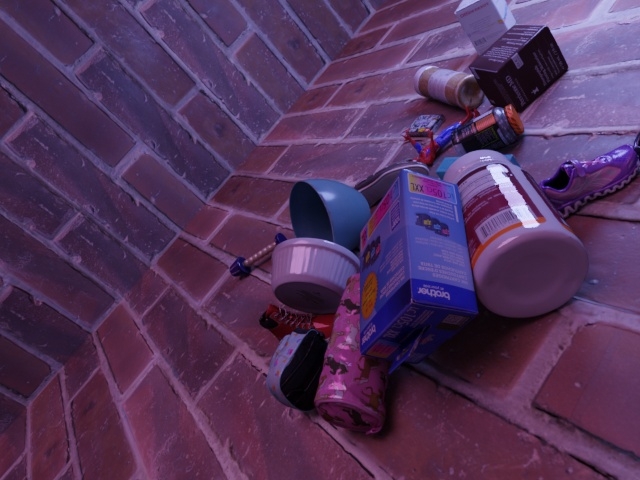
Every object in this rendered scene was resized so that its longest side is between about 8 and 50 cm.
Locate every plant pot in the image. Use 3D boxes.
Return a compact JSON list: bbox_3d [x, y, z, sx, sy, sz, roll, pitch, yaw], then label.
[{"bbox_3d":[0.048,-0.076,1.701,0.195,0.290,0.290,-18,17,-26],"label":"plant pot"}]

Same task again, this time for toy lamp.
[{"bbox_3d":[-0.254,0.063,2.088,0.274,0.080,0.080,-33,30,21],"label":"toy lamp"}]

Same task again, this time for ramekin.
[{"bbox_3d":[-0.020,0.115,1.510,0.273,0.273,0.127,-19,47,40],"label":"ramekin"}]

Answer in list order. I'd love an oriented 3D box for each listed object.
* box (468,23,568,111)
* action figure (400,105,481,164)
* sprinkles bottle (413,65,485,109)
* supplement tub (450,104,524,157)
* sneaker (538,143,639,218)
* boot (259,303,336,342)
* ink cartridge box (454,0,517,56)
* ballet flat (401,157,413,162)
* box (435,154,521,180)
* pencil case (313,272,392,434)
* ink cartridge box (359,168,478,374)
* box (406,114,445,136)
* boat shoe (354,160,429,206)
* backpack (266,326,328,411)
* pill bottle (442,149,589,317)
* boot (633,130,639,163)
[{"bbox_3d":[0.619,-0.544,1.629,0.203,0.168,0.167,-43,28,4],"label":"box"},{"bbox_3d":[0.389,-0.363,1.740,0.280,0.139,0.091,-45,26,5],"label":"action figure"},{"bbox_3d":[0.470,-0.573,1.924,0.121,0.121,0.355,-42,27,5],"label":"sprinkles bottle"},{"bbox_3d":[0.496,-0.317,1.542,0.190,0.117,0.117,-25,33,32],"label":"supplement tub"},{"bbox_3d":[0.602,-0.148,1.178,0.236,0.104,0.095,-35,28,17],"label":"sneaker"},{"bbox_3d":[-0.055,0.229,1.478,0.244,0.176,0.088,-24,32,32],"label":"boot"},{"bbox_3d":[0.630,-0.822,1.949,0.154,0.212,0.093,-8,44,50],"label":"ink cartridge box"},{"bbox_3d":[0.284,-0.252,1.837,0.114,0.041,0.041,-24,34,35],"label":"ballet flat"},{"bbox_3d":[0.445,-0.180,1.442,0.060,0.100,0.244,-54,28,-14],"label":"box"},{"bbox_3d":[0.104,0.257,1.235,0.167,0.160,0.386,-2,46,25],"label":"pencil case"},{"bbox_3d":[0.195,0.087,1.118,0.270,0.151,0.395,118,158,-51],"label":"ink cartridge box"},{"bbox_3d":[0.391,-0.429,1.937,0.094,0.027,0.137,-51,28,-10],"label":"box"},{"bbox_3d":[0.226,-0.207,1.768,0.335,0.112,0.095,-24,38,41],"label":"boat shoe"},{"bbox_3d":[-0.050,0.337,1.332,0.144,0.166,0.188,-13,38,48],"label":"backpack"},{"bbox_3d":[0.405,-0.035,1.161,0.224,0.224,0.392,-34,29,20],"label":"pill bottle"},{"bbox_3d":[0.746,-0.237,1.122,0.190,0.086,0.069,-54,29,-18],"label":"boot"}]
